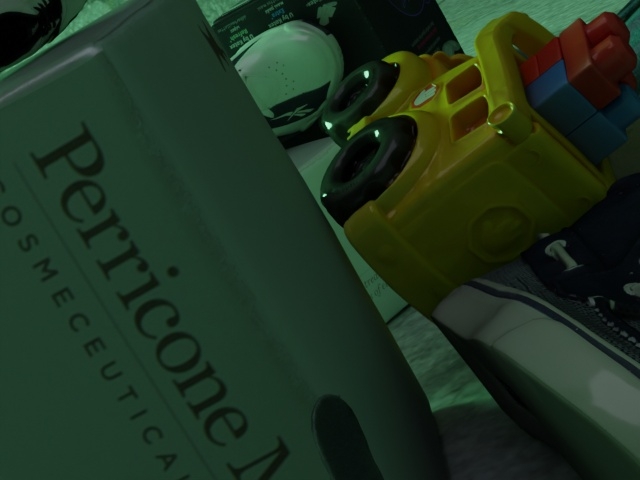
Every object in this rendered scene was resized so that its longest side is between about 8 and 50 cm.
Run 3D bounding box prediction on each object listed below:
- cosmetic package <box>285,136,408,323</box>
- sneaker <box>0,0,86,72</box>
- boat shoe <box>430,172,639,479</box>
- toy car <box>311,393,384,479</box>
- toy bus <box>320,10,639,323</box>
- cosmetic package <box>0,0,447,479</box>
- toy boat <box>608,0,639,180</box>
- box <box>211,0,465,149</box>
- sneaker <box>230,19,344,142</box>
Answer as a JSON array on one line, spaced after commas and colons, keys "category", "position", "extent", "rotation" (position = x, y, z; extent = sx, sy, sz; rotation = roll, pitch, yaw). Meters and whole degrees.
[{"category": "cosmetic package", "position": [-0.105, 0.042, 1.286], "extent": [0.217, 0.156, 0.385], "rotation": [-37, 15, -26]}, {"category": "sneaker", "position": [-0.142, -0.105, 0.706], "extent": [0.044, 0.040, 0.109], "rotation": [1, 32, 34]}, {"category": "boat shoe", "position": [0.164, 0.037, 0.720], "extent": [0.158, 0.127, 0.340], "rotation": [-39, 12, -2]}, {"category": "toy car", "position": [0.019, 0.153, 0.475], "extent": [0.149, 0.188, 0.155], "rotation": [-20, 16, 40]}, {"category": "toy bus", "position": [0.118, -0.074, 0.948], "extent": [0.211, 0.149, 0.220], "rotation": [-42, 25, 24]}, {"category": "cosmetic package", "position": [-0.174, 0.103, 0.795], "extent": [0.394, 0.329, 0.327], "rotation": [-29, 12, 8]}, {"category": "toy boat", "position": [0.278, -0.167, 1.071], "extent": [0.267, 0.148, 0.318], "rotation": [-46, 4, -2]}, {"category": "box", "position": [0.048, -0.135, 1.341], "extent": [0.143, 0.270, 0.165], "rotation": [-24, 14, 30]}, {"category": "sneaker", "position": [-0.095, -0.096, 1.228], "extent": [0.235, 0.094, 0.153], "rotation": [-20, 14, 34]}]
